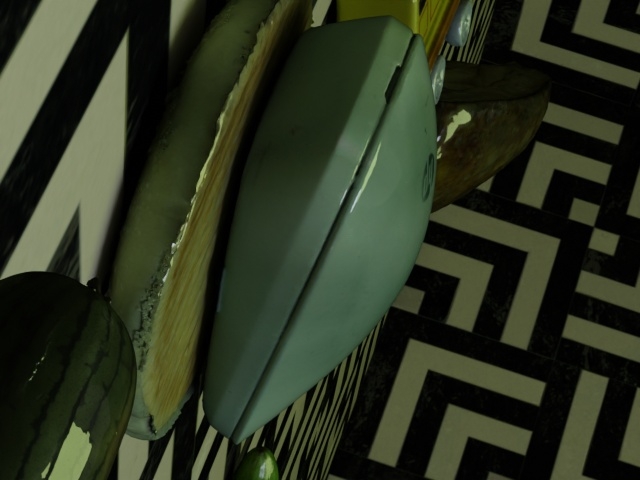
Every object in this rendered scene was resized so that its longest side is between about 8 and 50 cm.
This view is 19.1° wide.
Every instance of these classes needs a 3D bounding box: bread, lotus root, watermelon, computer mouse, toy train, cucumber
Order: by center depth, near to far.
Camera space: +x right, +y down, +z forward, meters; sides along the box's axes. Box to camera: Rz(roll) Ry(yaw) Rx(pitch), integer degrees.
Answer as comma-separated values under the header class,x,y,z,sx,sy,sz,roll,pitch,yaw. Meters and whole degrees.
class,x,y,z,sx,sy,sz,roll,pitch,yaw
watermelon,-0.104,0.059,0.657,0.078,0.078,0.110,99,9,-59
bread,-0.061,-0.020,1.001,0.267,0.040,0.267,19,90,-85
computer mouse,0.006,0.001,1.042,0.288,0.097,0.159,102,6,-51
toy train,0.062,-0.185,1.474,0.219,0.089,0.127,-65,161,-44
lotus root,0.087,-0.084,1.653,0.314,0.210,0.142,-25,123,-64
cucumber,-0.070,0.277,1.830,0.250,0.056,0.056,97,12,-53
